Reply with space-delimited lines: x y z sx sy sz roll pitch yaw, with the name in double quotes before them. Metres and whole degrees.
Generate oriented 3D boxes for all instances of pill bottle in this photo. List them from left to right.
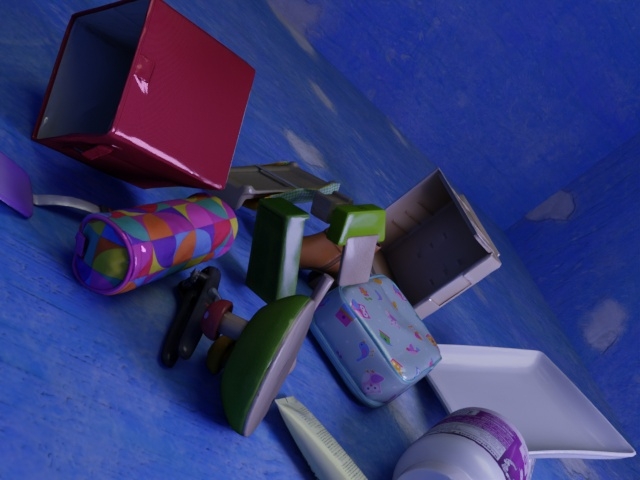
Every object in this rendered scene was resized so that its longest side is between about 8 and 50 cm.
"pill bottle" 0.205 0.359 1.001 0.169 0.169 0.302 56 21 15

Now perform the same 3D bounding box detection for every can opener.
"can opener" -0.158 0.093 0.857 0.073 0.059 0.186 45 20 -16

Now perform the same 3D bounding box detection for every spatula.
"spatula" -0.298 -0.039 0.833 0.296 0.030 0.084 29 30 -47

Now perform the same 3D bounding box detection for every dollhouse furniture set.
"dollhouse furniture set" -0.060 -0.024 1.141 0.198 0.151 0.302 -6 24 -34

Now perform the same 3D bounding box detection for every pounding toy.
"pounding toy" -0.087 0.126 0.845 0.110 0.182 0.237 26 18 8

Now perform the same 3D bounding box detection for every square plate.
"square plate" 0.381 0.323 1.347 0.348 0.049 0.344 6 23 -18

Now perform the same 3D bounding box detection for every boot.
"boot" 0.000 0.000 1.225 0.197 0.152 0.073 39 22 -30

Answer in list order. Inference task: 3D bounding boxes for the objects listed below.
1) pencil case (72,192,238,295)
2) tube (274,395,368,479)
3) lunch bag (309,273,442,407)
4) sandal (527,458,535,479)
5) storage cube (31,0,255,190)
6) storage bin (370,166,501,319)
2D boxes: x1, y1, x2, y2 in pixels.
"pencil case" -0.202 -0.002 0.847 0.104 0.104 0.236 53 24 7
"tube" 0.021 0.304 0.879 0.062 0.070 0.240 -27 73 -36
"lunch bag" 0.098 0.167 1.206 0.224 0.108 0.279 52 19 14
"sandal" 0.398 0.422 1.396 0.102 0.169 0.416 14 8 21
"storage cube" -0.232 -0.187 0.908 0.193 0.184 0.214 27 72 -49
"storage bin" 0.245 0.017 1.567 0.123 0.262 0.260 37 23 -39
